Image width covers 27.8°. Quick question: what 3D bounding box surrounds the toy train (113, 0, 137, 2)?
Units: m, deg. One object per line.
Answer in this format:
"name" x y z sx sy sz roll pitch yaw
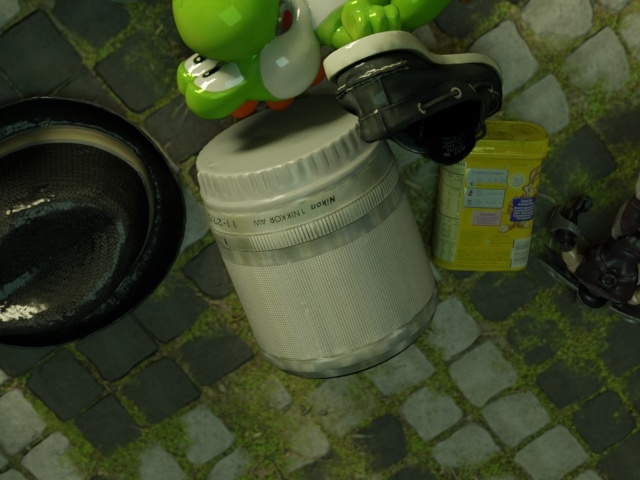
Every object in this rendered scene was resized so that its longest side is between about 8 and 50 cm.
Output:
"toy train" -0.262 -0.371 1.293 0.334 0.142 0.190 17 123 -14

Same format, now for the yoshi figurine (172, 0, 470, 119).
"yoshi figurine" -0.003 -0.265 1.338 0.362 0.203 0.203 -32 99 -2

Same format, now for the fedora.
"fedora" -0.315 0.006 1.455 0.334 0.152 0.334 -3 113 -6

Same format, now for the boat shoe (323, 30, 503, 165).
"boat shoe" 0.120 -0.135 1.364 0.127 0.340 0.113 -23 79 20

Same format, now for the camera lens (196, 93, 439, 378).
"camera lens" 0.000 0.000 1.455 0.219 0.219 0.274 -19 114 1

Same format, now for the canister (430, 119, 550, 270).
"canister" 0.197 -0.052 1.538 0.126 0.073 0.170 1 114 -8

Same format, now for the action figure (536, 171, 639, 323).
"action figure" 0.379 -0.007 1.547 0.185 0.099 0.285 22 133 -9
